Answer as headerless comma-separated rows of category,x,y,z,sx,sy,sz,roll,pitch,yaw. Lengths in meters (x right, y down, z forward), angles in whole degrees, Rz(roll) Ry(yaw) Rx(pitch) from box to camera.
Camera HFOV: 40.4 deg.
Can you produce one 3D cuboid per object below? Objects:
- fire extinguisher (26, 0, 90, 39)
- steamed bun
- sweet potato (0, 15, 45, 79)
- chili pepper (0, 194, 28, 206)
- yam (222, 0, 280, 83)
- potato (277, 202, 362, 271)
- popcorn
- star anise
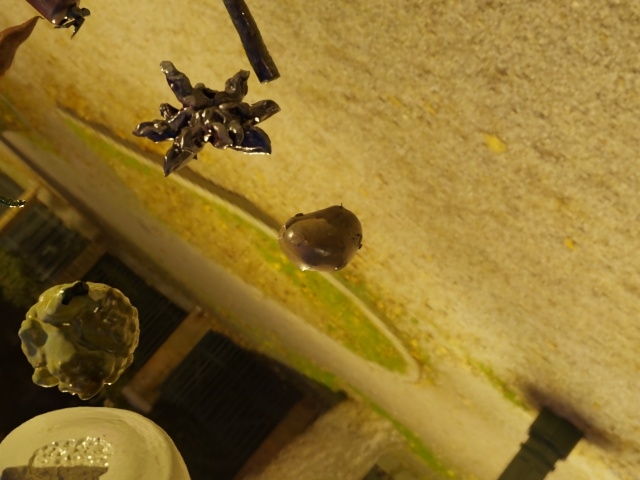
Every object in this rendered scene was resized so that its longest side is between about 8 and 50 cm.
fire extinguisher,-0.619,-0.555,1.924,0.269,0.105,0.105,43,168,0
steamed bun,-0.393,0.530,1.677,0.455,0.290,0.371,20,134,40
sweet potato,-0.479,-0.271,1.289,0.056,0.195,0.056,32,158,14
chili pepper,-0.706,-0.089,1.984,0.083,0.022,0.027,17,-160,-37
yam,-0.175,-0.504,2.085,0.061,0.061,0.274,20,140,59
potato,0.000,0.000,1.692,0.137,0.175,0.137,40,136,54
popcorn,-0.545,0.214,1.954,0.237,0.293,0.293,18,154,47
star anise,-0.202,-0.225,1.606,0.129,0.282,0.213,115,145,-54
